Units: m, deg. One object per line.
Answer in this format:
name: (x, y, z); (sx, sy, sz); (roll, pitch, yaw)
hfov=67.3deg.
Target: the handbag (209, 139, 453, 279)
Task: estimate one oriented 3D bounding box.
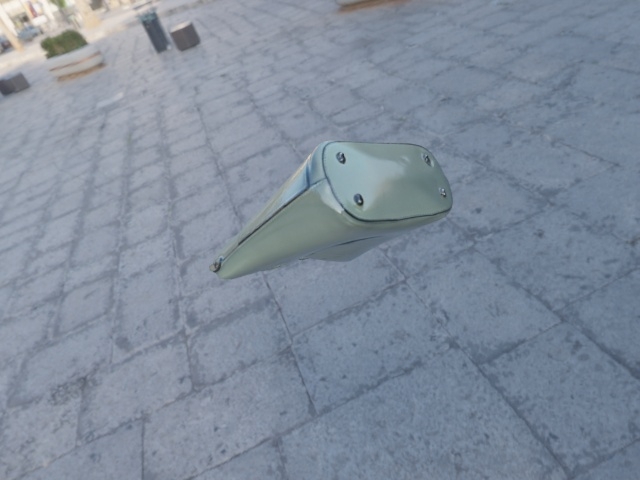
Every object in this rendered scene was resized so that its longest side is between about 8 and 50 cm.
handbag: (0.000, 0.000, 0.619); (0.241, 0.109, 0.315); (-5, -25, -38)
